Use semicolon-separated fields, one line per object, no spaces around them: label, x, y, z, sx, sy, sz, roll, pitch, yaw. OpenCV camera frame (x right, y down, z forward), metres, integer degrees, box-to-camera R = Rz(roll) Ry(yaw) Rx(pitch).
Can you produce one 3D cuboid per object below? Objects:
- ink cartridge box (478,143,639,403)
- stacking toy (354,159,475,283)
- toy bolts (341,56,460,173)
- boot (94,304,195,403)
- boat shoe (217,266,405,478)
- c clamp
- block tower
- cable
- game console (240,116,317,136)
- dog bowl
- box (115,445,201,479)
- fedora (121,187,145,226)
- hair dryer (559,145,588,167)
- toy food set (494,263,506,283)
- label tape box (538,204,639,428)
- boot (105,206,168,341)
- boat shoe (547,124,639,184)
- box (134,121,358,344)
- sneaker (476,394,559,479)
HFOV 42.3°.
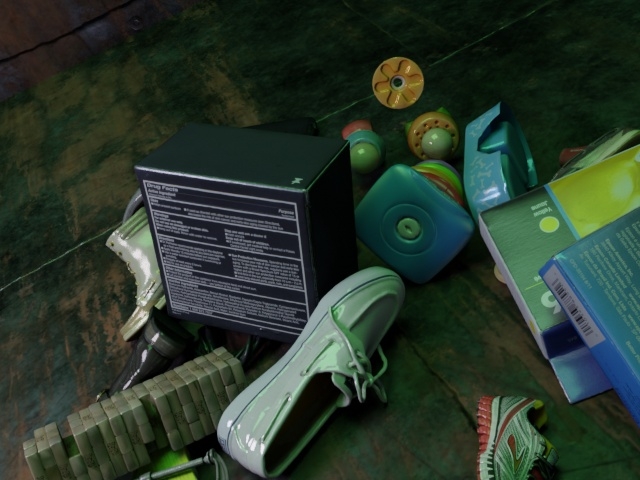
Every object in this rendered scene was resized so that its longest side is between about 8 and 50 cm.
ink cartridge box;0.416;0.028;1.146;0.304;0.072;0.307;-23;51;3
stacking toy;0.191;-0.076;1.443;0.166;0.175;0.302;-51;-1;31
toy bolts;0.136;-0.220;1.595;0.228;0.218;0.158;-26;17;10
boot;-0.315;0.228;1.365;0.229;0.091;0.263;-52;4;-2
boat shoe;0.024;0.193;1.188;0.367;0.136;0.156;-43;38;-19
c clamp;-0.201;0.335;1.163;0.161;0.022;0.137;-16;35;10
block tower;-0.256;0.265;1.215;0.335;0.097;0.091;-21;14;-20
cable;-0.151;0.158;1.414;0.150;0.047;0.184;-2;42;29
game console;-0.195;-0.135;1.814;0.342;0.060;0.386;-11;38;20
dog bowl;0.303;-0.109;1.398;0.074;0.166;0.297;-20;34;26
box;-0.264;0.373;1.204;0.178;0.042;0.109;-29;35;-9
fedora;-0.240;-0.021;1.595;0.275;0.243;0.124;-14;7;17
hair dryer;0.458;-0.076;1.323;0.224;0.080;0.293;-20;35;8
toy food set;0.316;0.043;1.304;0.083;0.020;0.082;16;52;44
label tape box;0.482;0.049;1.020;0.334;0.106;0.240;-28;74;-5
boot;-0.334;0.063;1.519;0.213;0.165;0.077;-51;-6;1
boat shoe;0.412;-0.097;1.292;0.223;0.080;0.073;-39;26;10
box;-0.105;-0.015;1.334;0.296;0.294;0.183;10;37;22
sneaker;0.239;0.272;0.995;0.093;0.088;0.225;-10;38;18
